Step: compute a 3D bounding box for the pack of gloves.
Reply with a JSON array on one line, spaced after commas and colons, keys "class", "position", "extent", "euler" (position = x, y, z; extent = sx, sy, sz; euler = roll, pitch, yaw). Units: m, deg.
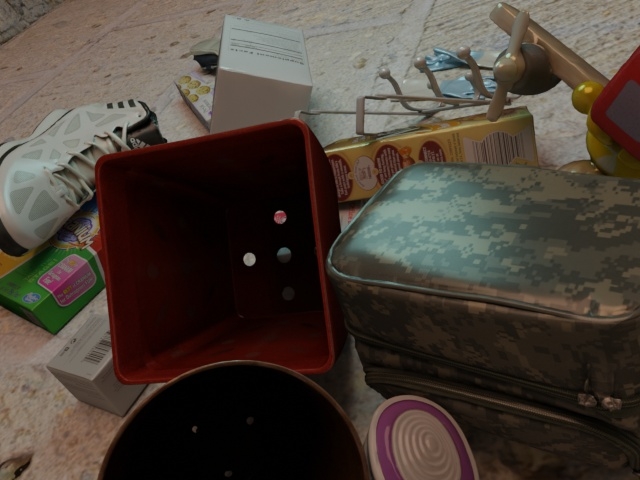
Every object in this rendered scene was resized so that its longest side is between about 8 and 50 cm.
[{"class": "pack of gloves", "position": [0.279, -0.353, 1.230], "extent": [0.232, 0.046, 0.195], "euler": [9, 47, 34]}]

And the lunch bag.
[{"class": "lunch bag", "position": [0.187, 0.083, 0.586], "extent": [0.305, 0.256, 0.212], "euler": [8, 43, 34]}]

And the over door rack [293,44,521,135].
[{"class": "over door rack", "position": [0.137, -0.245, 1.004], "extent": [0.324, 0.108, 0.239], "euler": [-17, 12, -25]}]

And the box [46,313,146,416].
[{"class": "box", "position": [-0.299, 0.172, 0.849], "extent": [0.102, 0.087, 0.101], "euler": [6, 46, 32]}]

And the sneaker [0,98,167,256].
[{"class": "sneaker", "position": [-0.439, -0.159, 1.139], "extent": [0.258, 0.169, 0.447], "euler": [-14, 36, 13]}]

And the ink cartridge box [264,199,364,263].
[{"class": "ink cartridge box", "position": [0.000, 0.000, 0.929], "extent": [0.150, 0.063, 0.109], "euler": [-10, 39, 15]}]

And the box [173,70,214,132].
[{"class": "box", "position": [-0.278, -0.329, 1.456], "extent": [0.067, 0.063, 0.324], "euler": [-30, 39, -8]}]

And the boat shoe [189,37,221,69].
[{"class": "boat shoe", "position": [-0.256, -0.492, 1.628], "extent": [0.255, 0.079, 0.095], "euler": [12, 52, 39]}]

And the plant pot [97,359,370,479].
[{"class": "plant pot", "position": [-0.088, 0.217, 0.581], "extent": [0.215, 0.215, 0.230], "euler": [-33, 0, -14]}]

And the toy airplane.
[{"class": "toy airplane", "position": [0.378, -0.120, 0.712], "extent": [0.272, 0.384, 0.386], "euler": [-47, 25, 15]}]

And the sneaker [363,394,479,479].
[{"class": "sneaker", "position": [0.100, 0.295, 0.509], "extent": [0.114, 0.152, 0.305], "euler": [-2, 58, -13]}]

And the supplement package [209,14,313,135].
[{"class": "supplement package", "position": [-0.126, -0.310, 1.225], "extent": [0.175, 0.177, 0.293], "euler": [8, 37, -12]}]

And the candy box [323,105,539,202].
[{"class": "candy box", "position": [0.165, -0.135, 0.939], "extent": [0.317, 0.087, 0.183], "euler": [-7, 13, 17]}]

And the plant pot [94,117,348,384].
[{"class": "plant pot", "position": [-0.090, 0.020, 0.768], "extent": [0.267, 0.267, 0.236], "euler": [-7, -3, 18]}]

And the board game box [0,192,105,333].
[{"class": "board game box", "position": [-0.457, 0.011, 1.136], "extent": [0.242, 0.064, 0.316], "euler": [13, 49, 37]}]
